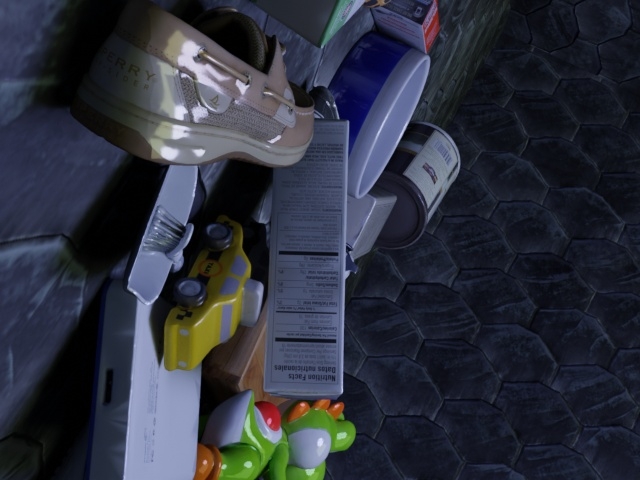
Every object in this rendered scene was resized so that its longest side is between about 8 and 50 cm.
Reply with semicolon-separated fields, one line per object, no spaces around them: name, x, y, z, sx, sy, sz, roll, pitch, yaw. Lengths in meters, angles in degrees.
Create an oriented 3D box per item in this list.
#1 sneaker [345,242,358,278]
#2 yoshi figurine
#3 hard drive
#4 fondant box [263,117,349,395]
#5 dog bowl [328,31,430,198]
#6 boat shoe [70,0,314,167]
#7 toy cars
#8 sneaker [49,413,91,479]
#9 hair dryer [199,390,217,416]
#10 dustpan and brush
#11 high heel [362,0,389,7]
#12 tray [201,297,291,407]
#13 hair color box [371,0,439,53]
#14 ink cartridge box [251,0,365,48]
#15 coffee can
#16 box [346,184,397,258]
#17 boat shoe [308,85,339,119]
sneaker;0.000;0.000;1.350;0.094;0.153;0.235;-58;170;-33
yoshi figurine;-0.102;0.352;1.256;0.362;0.204;0.203;3;156;-41
hard drive;-0.190;0.177;0.914;0.319;0.040;0.210;77;14;-76
fondant box;-0.015;0.037;1.036;0.238;0.096;0.330;91;2;-77
dog bowl;0.079;-0.209;1.335;0.265;0.104;0.265;-60;171;-16
boat shoe;-0.071;-0.134;0.680;0.110;0.121;0.341;-64;169;16
toy cars;-0.103;0.062;1.005;0.393;0.087;0.176;-16;121;-86
sneaker;-0.273;0.276;0.910;0.090;0.094;0.235;52;42;-45
hair dryer;-0.189;0.326;1.486;0.224;0.080;0.293;-55;169;-40
dustpan and brush;-0.152;0.003;0.791;0.211;0.060;0.147;152;-43;-68
high heel;0.125;-0.417;1.004;0.261;0.093;0.186;-58;-179;34
tray;-0.110;0.232;1.427;0.411;0.076;0.203;82;27;-58
hair color box;0.135;-0.355;1.257;0.053;0.093;0.167;-64;171;4
ink cartridge box;0.036;-0.316;0.789;0.212;0.093;0.154;-52;175;-39
coffee can;0.195;-0.135;1.874;0.275;0.201;0.201;-51;166;-49
box;0.054;-0.050;1.597;0.148;0.121;0.311;-63;171;8
boat shoe;0.003;-0.150;1.175;0.070;0.077;0.219;-58;168;-15
